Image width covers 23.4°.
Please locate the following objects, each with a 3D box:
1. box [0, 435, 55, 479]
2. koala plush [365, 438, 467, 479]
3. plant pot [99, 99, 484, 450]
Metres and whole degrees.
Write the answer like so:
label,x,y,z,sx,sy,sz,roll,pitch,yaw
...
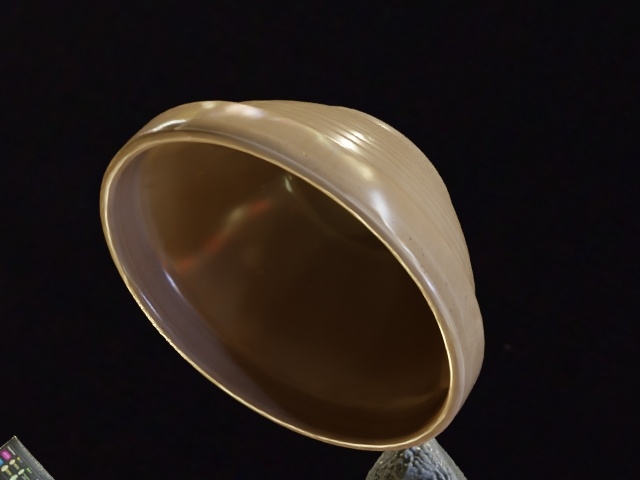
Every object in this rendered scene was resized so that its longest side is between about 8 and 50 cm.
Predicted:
label,x,y,z,sx,sy,sz,roll,pitch,yaw
box,-0.265,0.208,1.238,0.052,0.083,0.062,47,-33,5
koala plush,0.063,0.319,1.314,0.221,0.203,0.196,-36,-166,8
plant pot,0.000,0.000,0.884,0.237,0.237,0.110,6,-136,38
